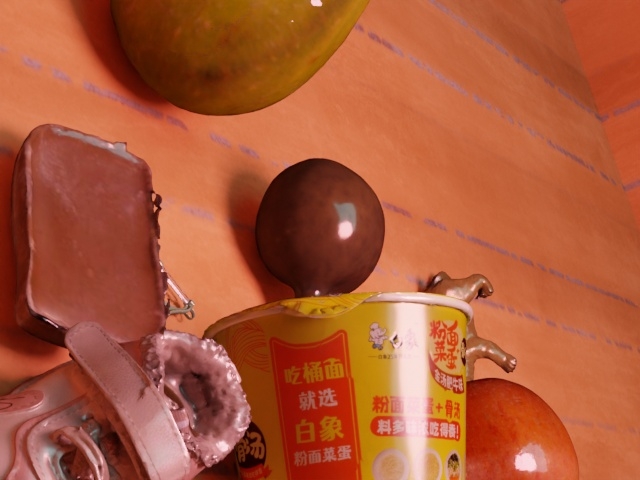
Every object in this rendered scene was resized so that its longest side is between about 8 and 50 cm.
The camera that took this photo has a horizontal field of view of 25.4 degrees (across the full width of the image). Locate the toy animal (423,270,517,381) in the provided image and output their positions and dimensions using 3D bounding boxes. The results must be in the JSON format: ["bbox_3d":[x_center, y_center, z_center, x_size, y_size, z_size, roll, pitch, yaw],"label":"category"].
[{"bbox_3d":[0.214,0.143,2.164,0.101,0.103,0.219,-5,74,-44],"label":"toy animal"}]

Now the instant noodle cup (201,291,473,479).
[{"bbox_3d":[0.028,0.194,1.527,0.311,0.311,0.222,19,60,-57],"label":"instant noodle cup"}]

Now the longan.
[{"bbox_3d":[0.000,0.000,1.771,0.185,0.159,0.204,49,42,-51],"label":"longan"}]

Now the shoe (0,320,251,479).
[{"bbox_3d":[-0.202,0.170,1.174,0.172,0.198,0.351,61,24,-7],"label":"shoe"}]

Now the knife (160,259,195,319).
[{"bbox_3d":[-0.173,0.092,1.503,0.078,0.022,0.166,49,28,-20],"label":"knife"}]

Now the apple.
[{"bbox_3d":[0.210,0.289,1.859,0.253,0.253,0.254,44,33,-39],"label":"apple"}]

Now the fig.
[{"bbox_3d":[-0.082,-0.288,1.659,0.258,0.326,0.258,52,24,-34],"label":"fig"}]

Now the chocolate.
[{"bbox_3d":[-0.236,0.010,1.382,0.161,0.083,0.261,22,43,-32],"label":"chocolate"}]
